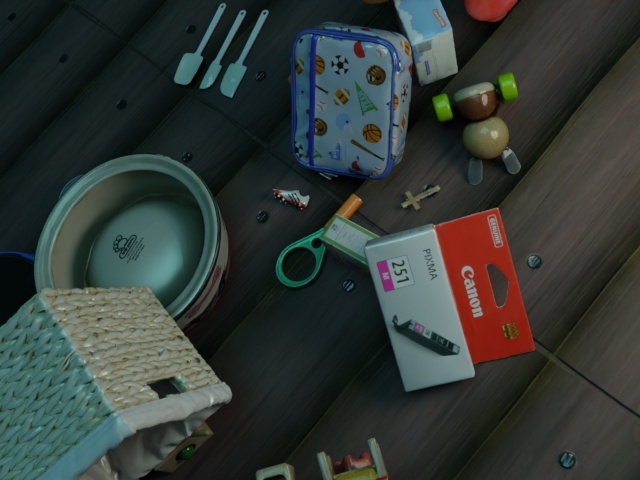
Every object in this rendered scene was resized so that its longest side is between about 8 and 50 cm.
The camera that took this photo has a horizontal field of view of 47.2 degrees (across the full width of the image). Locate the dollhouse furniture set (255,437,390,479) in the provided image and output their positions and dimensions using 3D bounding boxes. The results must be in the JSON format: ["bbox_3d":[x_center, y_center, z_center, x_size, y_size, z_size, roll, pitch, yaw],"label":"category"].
[{"bbox_3d":[-0.056,0.465,1.217,0.374,0.201,0.152,-16,65,3],"label":"dollhouse furniture set"}]

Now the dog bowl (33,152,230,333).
[{"bbox_3d":[-0.367,0.034,1.501,0.408,0.150,0.408,-6,68,15],"label":"dog bowl"}]

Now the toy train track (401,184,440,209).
[{"bbox_3d":[0.200,-0.084,1.454,0.083,0.014,0.048,-27,57,-1],"label":"toy train track"}]

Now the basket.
[{"bbox_3d":[-0.391,0.273,1.198,0.331,0.328,0.266,-43,74,13],"label":"basket"}]

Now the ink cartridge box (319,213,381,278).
[{"bbox_3d":[0.108,0.036,1.380,0.209,0.109,0.062,28,80,24],"label":"ink cartridge box"}]

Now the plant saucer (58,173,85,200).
[{"bbox_3d":[-0.541,-0.094,1.674,0.119,0.021,0.119,-6,68,14],"label":"plant saucer"}]

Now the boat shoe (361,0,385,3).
[{"bbox_3d":[0.198,-0.547,1.422,0.277,0.098,0.096,-9,67,12],"label":"boat shoe"}]

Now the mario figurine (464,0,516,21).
[{"bbox_3d":[0.412,-0.569,1.547,0.320,0.170,0.198,-49,27,-17],"label":"mario figurine"}]

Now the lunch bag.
[{"bbox_3d":[0.049,-0.265,1.435,0.243,0.303,0.115,14,30,19],"label":"lunch bag"}]

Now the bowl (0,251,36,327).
[{"bbox_3d":[-0.690,0.204,1.570,0.391,0.077,0.391,-6,67,14],"label":"bowl"}]

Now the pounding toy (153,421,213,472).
[{"bbox_3d":[-0.274,0.357,1.371,0.130,0.100,0.141,-43,63,-3],"label":"pounding toy"}]

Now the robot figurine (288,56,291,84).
[{"bbox_3d":[0.043,-0.343,1.542,0.219,0.128,0.158,14,70,22],"label":"robot figurine"}]

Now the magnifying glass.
[{"bbox_3d":[0.000,0.000,1.473,0.092,0.026,0.231,39,83,26],"label":"magnifying glass"}]

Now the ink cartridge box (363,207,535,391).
[{"bbox_3d":[0.227,0.105,1.272,0.239,0.060,0.275,-15,98,11],"label":"ink cartridge box"}]

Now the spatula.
[{"bbox_3d":[-0.231,-0.457,1.727,0.168,0.019,0.242,17,75,23],"label":"spatula"}]

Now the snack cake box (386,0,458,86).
[{"bbox_3d":[0.199,-0.479,1.532,0.089,0.152,0.264,-20,64,8],"label":"snack cake box"}]

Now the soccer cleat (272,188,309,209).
[{"bbox_3d":[-0.062,-0.093,1.528,0.083,0.029,0.036,24,69,20],"label":"soccer cleat"}]

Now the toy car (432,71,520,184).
[{"bbox_3d":[0.320,-0.211,1.428,0.155,0.149,0.188,-16,94,14],"label":"toy car"}]
